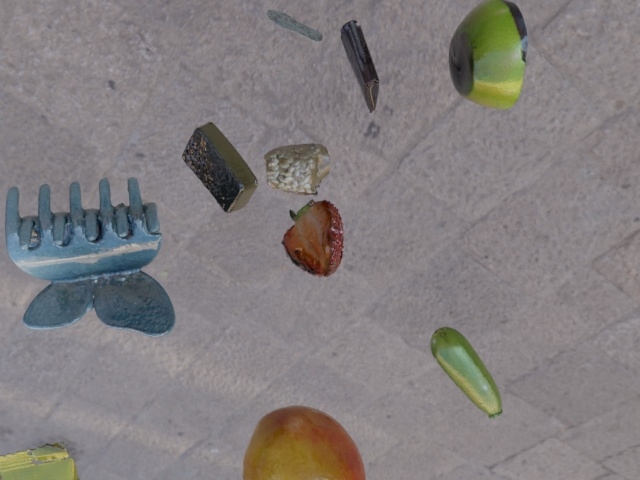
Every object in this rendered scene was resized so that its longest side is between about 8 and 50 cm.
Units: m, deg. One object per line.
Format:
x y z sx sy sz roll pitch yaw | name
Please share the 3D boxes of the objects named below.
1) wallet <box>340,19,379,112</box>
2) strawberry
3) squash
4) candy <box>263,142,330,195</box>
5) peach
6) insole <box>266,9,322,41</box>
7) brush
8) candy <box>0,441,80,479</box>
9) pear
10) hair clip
0.140 -0.570 1.652 0.071 0.221 0.262 -22 171 2 | wallet
-0.001 -0.003 0.945 0.085 0.192 0.141 27 85 -38 | strawberry
0.258 0.233 0.864 0.066 0.066 0.201 -30 104 24 | squash
-0.042 -0.129 0.880 0.110 0.095 0.085 9 123 18 | candy
-0.028 0.567 1.231 0.307 0.289 0.289 13 135 28 | peach
-0.082 -0.682 1.577 0.193 0.065 0.006 24 147 -6 | insole
-0.239 -0.169 1.167 0.197 0.059 0.123 51 136 7 | brush
-0.479 0.467 0.885 0.187 0.081 0.297 -11 124 5 | candy
0.549 -0.626 1.708 0.165 0.399 0.399 -10 129 0 | pear
-0.508 0.009 1.106 0.318 0.392 0.239 -6 139 -19 | hair clip
